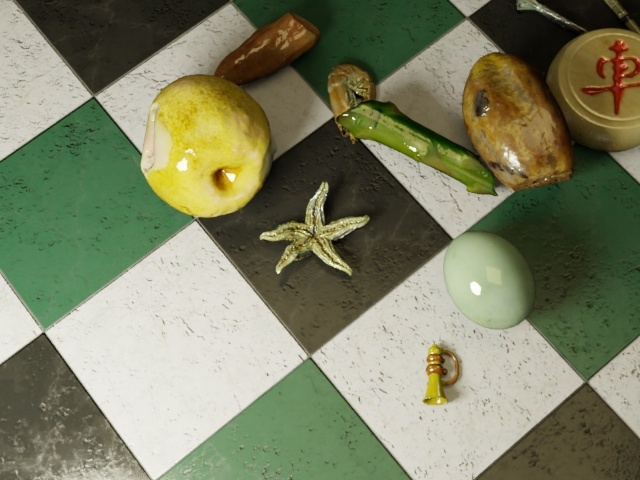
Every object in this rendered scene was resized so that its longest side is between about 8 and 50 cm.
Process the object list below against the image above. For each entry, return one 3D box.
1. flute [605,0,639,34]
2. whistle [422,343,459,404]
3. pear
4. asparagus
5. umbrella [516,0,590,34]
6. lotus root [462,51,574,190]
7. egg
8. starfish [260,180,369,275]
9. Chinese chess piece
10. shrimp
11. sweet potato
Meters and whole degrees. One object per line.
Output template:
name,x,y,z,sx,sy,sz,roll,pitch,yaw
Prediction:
flute,0.651,-0.422,1.956,0.027,0.027,0.233,-29,71,-9
whistle,0.215,0.238,1.711,0.057,0.046,0.109,0,62,18
pear,-0.217,-0.181,1.780,0.271,0.271,0.271,-1,69,2
asparagus,0.196,-0.183,1.840,0.343,0.082,0.085,24,47,2
umbrella,0.463,-0.471,1.974,0.269,0.044,0.044,32,104,14
lotus root,0.365,-0.224,1.809,0.193,0.193,0.291,-18,70,-5
egg,0.300,0.069,1.713,0.149,0.149,0.192,-31,72,-9
starfish,0.000,0.000,1.801,0.208,0.053,0.176,-35,72,-8
Chinese chess piece,0.567,-0.297,1.873,0.250,0.097,0.251,-1,70,2
shrimp,0.064,-0.275,1.919,0.099,0.041,0.180,2,67,-13
sweet potato,-0.113,-0.383,1.932,0.251,0.097,0.097,-32,71,-12
